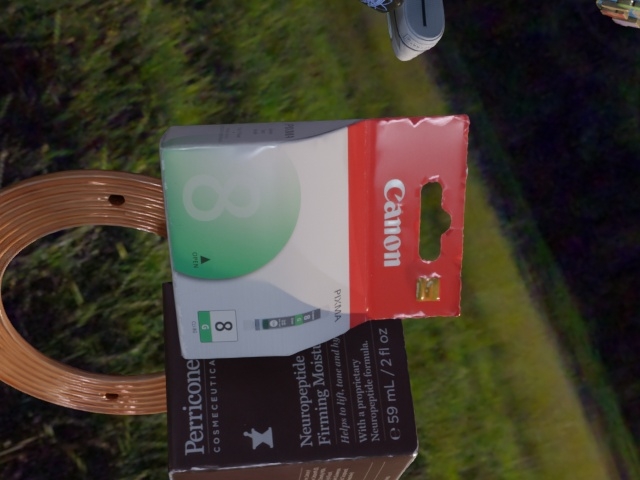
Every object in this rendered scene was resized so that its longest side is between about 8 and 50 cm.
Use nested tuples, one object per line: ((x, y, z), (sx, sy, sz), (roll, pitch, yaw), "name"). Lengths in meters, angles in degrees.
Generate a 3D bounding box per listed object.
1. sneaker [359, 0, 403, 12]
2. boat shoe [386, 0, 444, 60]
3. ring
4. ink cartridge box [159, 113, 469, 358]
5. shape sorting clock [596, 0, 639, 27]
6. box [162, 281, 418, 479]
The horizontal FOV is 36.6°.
((0.066, -0.303, 0.830), (0.090, 0.081, 0.232), (35, 69, -31), "sneaker")
((0.107, -0.332, 1.196), (0.083, 0.076, 0.226), (13, 71, -20), "boat shoe")
((-0.202, 0.058, 0.956), (0.336, 0.336, 0.032), (54, 22, -37), "ring")
((0.000, 0.000, 0.727), (0.056, 0.225, 0.181), (-91, 179, -62), "ink cartridge box")
((0.450, -0.275, 1.226), (0.206, 0.040, 0.206), (21, 9, -3), "shape sorting clock")
((-0.033, 0.137, 0.863), (0.167, 0.203, 0.168), (103, -18, -64), "box")
